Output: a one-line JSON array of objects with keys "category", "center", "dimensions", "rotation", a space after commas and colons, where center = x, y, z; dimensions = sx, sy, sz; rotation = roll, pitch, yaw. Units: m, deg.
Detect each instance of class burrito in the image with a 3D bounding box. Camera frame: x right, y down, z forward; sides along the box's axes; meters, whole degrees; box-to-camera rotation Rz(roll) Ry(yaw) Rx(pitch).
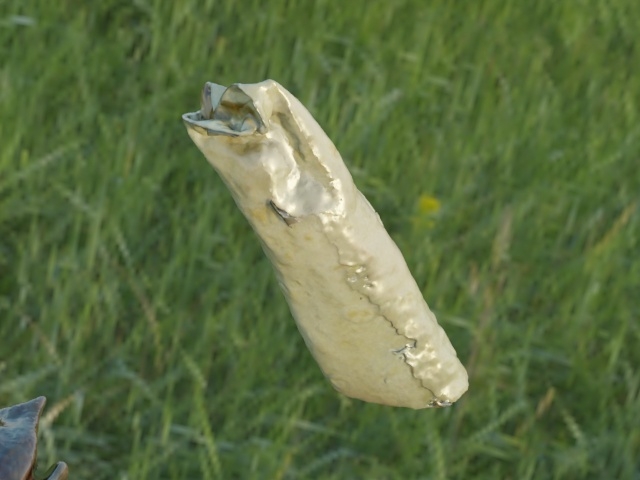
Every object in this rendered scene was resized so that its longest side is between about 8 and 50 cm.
[{"category": "burrito", "center": [0.000, 0.000, 0.940], "dimensions": [0.087, 0.226, 0.060], "rotation": [-2, 41, 37]}]

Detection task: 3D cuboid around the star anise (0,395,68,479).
[{"category": "star anise", "center": [-0.215, 0.186, 1.009], "dimensions": [0.283, 0.212, 0.129], "rotation": [33, -6, -17]}]
